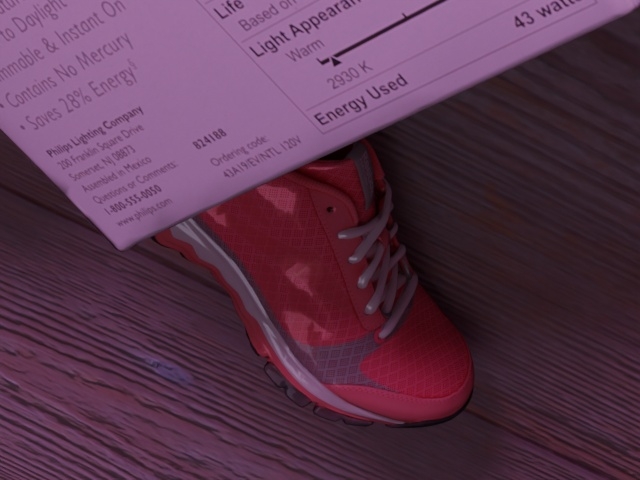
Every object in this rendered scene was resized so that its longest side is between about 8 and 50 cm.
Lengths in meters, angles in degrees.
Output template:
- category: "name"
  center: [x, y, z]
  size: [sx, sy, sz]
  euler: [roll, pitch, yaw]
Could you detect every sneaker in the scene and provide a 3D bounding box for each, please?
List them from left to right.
- category: "sneaker"
  center: [0.000, 0.000, 1.216]
  size: [0.314, 0.116, 0.136]
  euler: [43, 134, -17]

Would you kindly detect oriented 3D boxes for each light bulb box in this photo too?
- category: "light bulb box"
  center: [-0.062, -0.234, 0.928]
  size: [0.358, 0.225, 0.361]
  euler: [-23, 118, 41]
